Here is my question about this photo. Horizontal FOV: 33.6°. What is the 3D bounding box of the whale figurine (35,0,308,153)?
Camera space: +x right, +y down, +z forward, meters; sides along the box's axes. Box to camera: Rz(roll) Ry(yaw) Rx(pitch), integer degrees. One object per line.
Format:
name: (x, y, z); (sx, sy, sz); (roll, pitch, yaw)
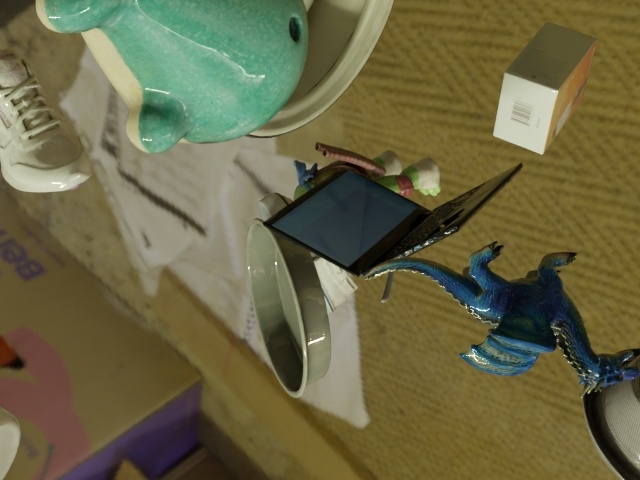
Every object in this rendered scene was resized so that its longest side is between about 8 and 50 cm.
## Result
whale figurine: (-0.101, -0.173, 0.804); (0.141, 0.272, 0.216); (2, 82, 22)

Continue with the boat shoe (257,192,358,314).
boat shoe: (0.005, 0.006, 1.957); (0.136, 0.156, 0.367); (49, 171, 38)

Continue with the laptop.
laptop: (0.102, -0.061, 1.450); (0.264, 0.234, 0.137); (-29, 96, 39)

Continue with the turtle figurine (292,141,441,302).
turtle figurine: (0.070, -0.037, 1.763); (0.198, 0.266, 0.275); (-33, 84, 52)

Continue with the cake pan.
cake pan: (-0.051, 0.103, 1.696); (0.293, 0.054, 0.293); (168, 90, -74)

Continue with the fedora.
fedora: (0.507, 0.246, 1.467); (0.275, 0.244, 0.124); (34, 145, 8)

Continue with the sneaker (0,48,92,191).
sneaker: (-0.433, -0.178, 1.515); (0.305, 0.114, 0.152); (42, 149, 34)

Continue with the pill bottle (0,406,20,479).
pill bottle: (-0.392, 0.160, 0.973); (0.208, 0.117, 0.118); (29, 138, 14)

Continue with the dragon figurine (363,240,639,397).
dragon figurine: (0.194, 0.085, 1.090); (0.085, 0.289, 0.144); (125, 149, -61)

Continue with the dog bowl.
dog bowl: (-0.072, -0.341, 1.296); (0.150, 0.408, 0.408); (28, 136, 32)

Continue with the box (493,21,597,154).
box: (0.359, -0.245, 1.693); (0.091, 0.170, 0.130); (24, 140, 21)
